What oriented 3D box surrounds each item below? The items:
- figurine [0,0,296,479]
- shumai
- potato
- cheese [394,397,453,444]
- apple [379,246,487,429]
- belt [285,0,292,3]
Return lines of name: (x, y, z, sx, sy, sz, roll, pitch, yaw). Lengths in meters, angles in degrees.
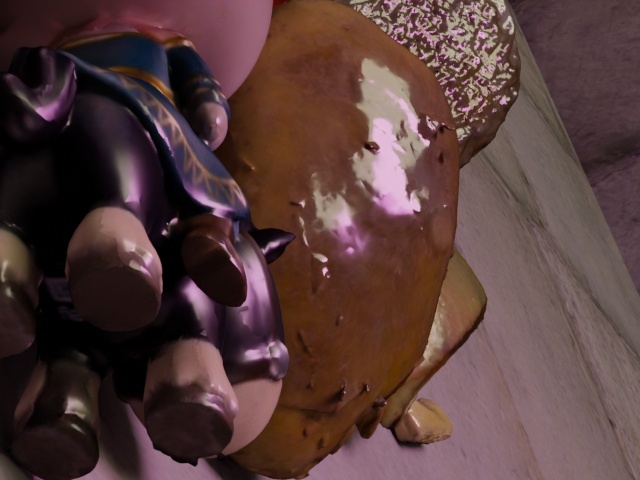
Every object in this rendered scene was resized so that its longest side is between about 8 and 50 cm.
figurine: (-0.103, -0.074, 1.006, 0.306, 0.241, 0.412, 21, 52, -57)
shumai: (0.040, -0.144, 1.833, 0.225, 0.222, 0.261, 46, 53, -14)
potato: (0.000, 0.000, 1.207, 0.191, 0.141, 0.296, 23, 73, -43)
cheese: (0.079, 0.144, 1.598, 0.083, 0.030, 0.044, 10, 58, -66)
apple: (0.040, 0.025, 1.526, 0.193, 0.120, 0.265, 50, 11, 0)
belt: (-0.118, -0.192, 1.359, 0.201, 0.124, 0.128, 32, 51, -56)
